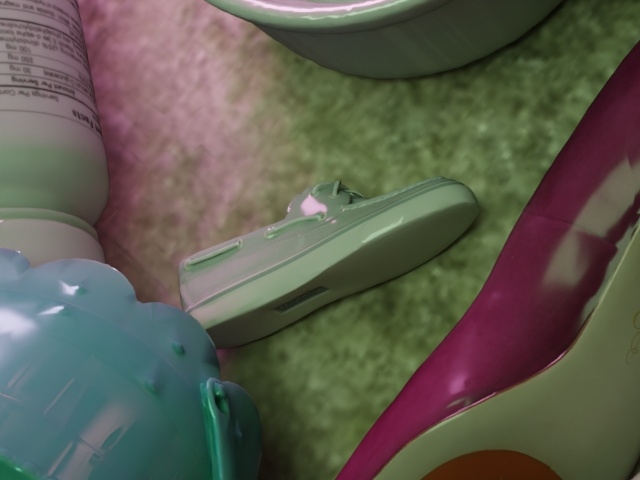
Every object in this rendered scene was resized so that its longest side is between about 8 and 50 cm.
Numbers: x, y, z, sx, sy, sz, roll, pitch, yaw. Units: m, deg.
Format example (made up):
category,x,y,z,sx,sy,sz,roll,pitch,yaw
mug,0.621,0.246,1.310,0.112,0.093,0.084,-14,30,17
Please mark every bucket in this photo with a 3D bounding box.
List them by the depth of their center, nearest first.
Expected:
category,x,y,z,sx,sy,sz,roll,pitch,yaw
bucket,-0.171,0.161,0.977,0.281,0.183,0.281,4,112,11

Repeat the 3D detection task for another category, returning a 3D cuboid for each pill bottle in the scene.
category,x,y,z,sx,sy,sz,roll,pitch,yaw
pill bottle,-0.212,-0.075,1.146,0.160,0.160,0.283,-19,67,16

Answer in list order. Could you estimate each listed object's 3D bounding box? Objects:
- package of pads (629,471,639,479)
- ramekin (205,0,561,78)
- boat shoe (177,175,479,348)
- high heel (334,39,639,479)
category,x,y,z,sx,sy,sz,roll,pitch,yaw
package of pads,0.242,0.224,0.901,0.229,0.101,0.296,-40,64,8
ramekin,0.037,-0.226,1.106,0.277,0.135,0.277,-7,71,20
boat shoe,0.000,0.000,1.096,0.184,0.066,0.063,-28,66,23
high heel,0.119,0.035,1.031,0.377,0.127,0.181,-40,36,11
